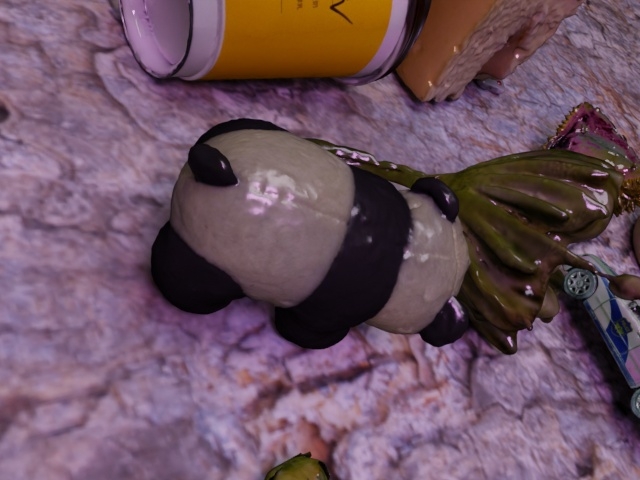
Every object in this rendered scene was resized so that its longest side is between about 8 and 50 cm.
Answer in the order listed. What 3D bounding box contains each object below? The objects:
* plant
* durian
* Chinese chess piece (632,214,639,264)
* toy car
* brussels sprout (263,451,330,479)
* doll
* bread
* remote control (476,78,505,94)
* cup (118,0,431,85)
[{"bbox_3d":[0.131,-0.062,0.669,0.333,0.180,0.251,40,30,4],"label":"plant"},{"bbox_3d":[0.332,-0.084,0.910,0.108,0.119,0.187,-17,46,-4],"label":"durian"},{"bbox_3d":[0.538,0.035,0.936,0.257,0.104,0.257,21,44,-22],"label":"Chinese chess piece"},{"bbox_3d":[0.329,0.103,0.719,0.090,0.076,0.224,17,44,-49],"label":"toy car"},{"bbox_3d":[-0.004,0.175,0.438,0.083,0.046,0.051,59,2,19],"label":"brussels sprout"},{"bbox_3d":[-0.002,0.001,0.500,0.234,0.135,0.144,22,76,-25],"label":"doll"},{"bbox_3d":[0.181,-0.314,0.895,0.183,0.224,0.211,0,47,-45],"label":"bread"},{"bbox_3d":[0.229,-0.287,1.044,0.049,0.027,0.184,12,53,-27],"label":"remote control"},{"bbox_3d":[-0.038,-0.236,0.681,0.279,0.196,0.196,-19,68,-36],"label":"cup"}]
